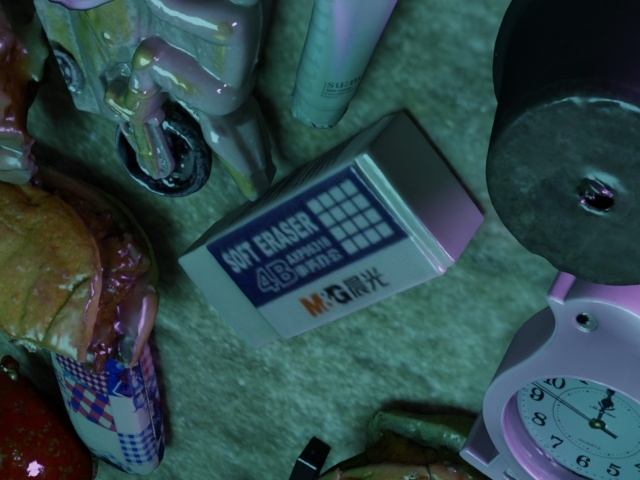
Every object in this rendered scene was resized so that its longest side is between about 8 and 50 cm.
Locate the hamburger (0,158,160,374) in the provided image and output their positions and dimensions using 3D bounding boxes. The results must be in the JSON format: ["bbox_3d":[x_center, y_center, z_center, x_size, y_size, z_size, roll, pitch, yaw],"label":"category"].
[{"bbox_3d":[-0.293,0.013,1.074,0.245,0.155,0.282,-17,80,12],"label":"hamburger"}]

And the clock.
[{"bbox_3d":[0.282,0.153,0.846,0.290,0.080,0.275,25,137,16],"label":"clock"}]

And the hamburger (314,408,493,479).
[{"bbox_3d":[0.118,0.314,1.063,0.265,0.134,0.285,1,128,38],"label":"hamburger"}]

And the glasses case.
[{"bbox_3d":[-0.262,0.169,1.259,0.125,0.076,0.327,18,134,22],"label":"glasses case"}]

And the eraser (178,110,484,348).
[{"bbox_3d":[0.000,0.000,0.918,0.124,0.081,0.279,50,137,-12],"label":"eraser"}]

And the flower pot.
[{"bbox_3d":[0.200,-0.067,0.667,0.235,0.148,0.235,19,135,21],"label":"flower pot"}]

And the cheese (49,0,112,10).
[{"bbox_3d":[-0.059,-0.211,0.685,0.286,0.163,0.082,-18,81,16],"label":"cheese"}]

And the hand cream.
[{"bbox_3d":[0.017,-0.152,0.760,0.205,0.078,0.050,115,140,-64],"label":"hand cream"}]

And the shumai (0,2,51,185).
[{"bbox_3d":[-0.376,-0.133,0.926,0.262,0.314,0.267,44,126,-10],"label":"shumai"}]

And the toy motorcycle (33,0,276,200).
[{"bbox_3d":[-0.126,-0.179,0.842,0.223,0.108,0.341,0,126,26],"label":"toy motorcycle"}]

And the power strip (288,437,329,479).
[{"bbox_3d":[-0.018,0.275,1.201,0.029,0.038,0.111,29,138,10],"label":"power strip"}]

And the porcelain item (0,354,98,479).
[{"bbox_3d":[-0.422,0.268,1.382,0.253,0.253,0.253,20,134,22],"label":"porcelain item"}]
